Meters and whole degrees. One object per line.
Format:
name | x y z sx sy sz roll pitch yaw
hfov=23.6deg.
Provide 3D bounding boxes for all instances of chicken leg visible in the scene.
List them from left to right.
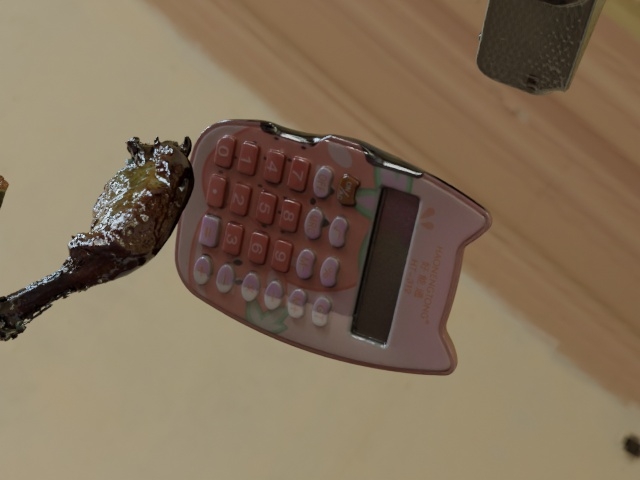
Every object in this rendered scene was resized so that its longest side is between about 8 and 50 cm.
chicken leg | -0.186 -0.004 1.306 0.106 0.253 0.051 12 -41 40

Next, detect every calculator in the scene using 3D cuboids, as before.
calculator | 0.000 0.000 1.496 0.330 0.048 0.220 18 -70 17

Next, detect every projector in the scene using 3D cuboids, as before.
projector | 0.233 -0.284 1.454 0.108 0.198 0.250 21 -26 8

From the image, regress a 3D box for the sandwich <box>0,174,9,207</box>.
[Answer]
sandwich | -0.406 -0.043 1.887 0.026 0.069 0.101 29 -39 -14
